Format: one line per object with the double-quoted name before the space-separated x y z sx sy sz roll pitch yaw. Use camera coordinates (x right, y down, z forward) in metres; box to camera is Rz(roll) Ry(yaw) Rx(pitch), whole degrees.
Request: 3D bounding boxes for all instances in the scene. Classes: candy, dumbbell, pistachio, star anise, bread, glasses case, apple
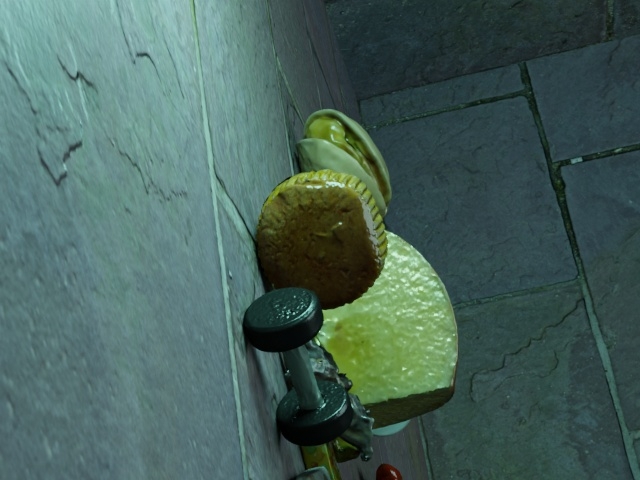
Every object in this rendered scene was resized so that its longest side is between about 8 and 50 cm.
"candy" -0.001 0.307 1.650 0.062 0.038 0.121 -58 135 -81
"dumbbell" -0.026 0.160 1.464 0.100 0.100 0.191 -91 167 -60
"pistachio" 0.043 -0.130 2.352 0.187 0.188 0.299 -95 164 -48
"star anise" 0.010 0.202 1.646 0.208 0.063 0.172 48 9 -18
"bread" 0.001 0.000 1.637 0.104 0.199 0.199 -68 144 -77
"pistachio" 0.016 0.293 1.775 0.173 0.049 0.089 55 28 -47
"glasses case" -0.007 0.337 1.532 0.164 0.041 0.063 38 39 -80
"apple" 0.074 0.147 1.933 0.252 0.314 0.309 8 62 -37

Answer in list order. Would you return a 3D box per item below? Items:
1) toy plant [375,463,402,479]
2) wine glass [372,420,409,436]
"toy plant" 0.194 0.591 2.122 0.280 0.185 0.400 24 26 -42
"wine glass" 0.136 0.303 2.308 0.196 0.165 0.164 -24 101 -79
